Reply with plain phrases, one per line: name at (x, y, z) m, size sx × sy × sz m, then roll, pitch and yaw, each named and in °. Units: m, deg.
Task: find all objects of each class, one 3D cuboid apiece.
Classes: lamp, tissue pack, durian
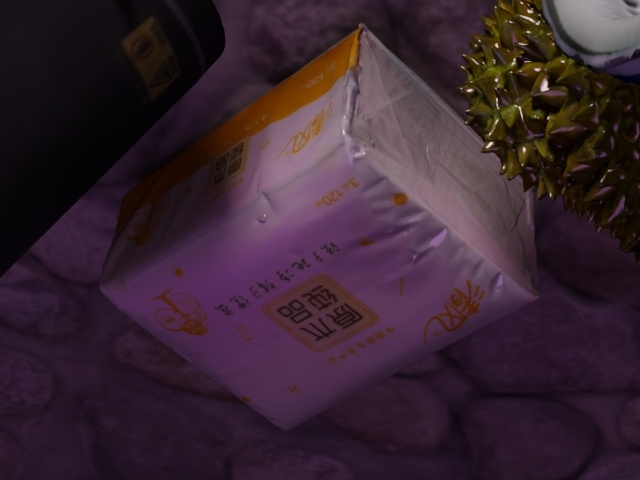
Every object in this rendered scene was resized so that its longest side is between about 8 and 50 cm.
lamp at (-0.180, -0.105, 0.854) m, size 0.272 × 0.374 × 0.205 m, roll -34°, pitch 133°, yaw 2°
tissue pack at (0.000, 0.000, 1.048) m, size 0.225 × 0.124 × 0.185 m, roll -31°, pitch 125°, yaw 32°
durian at (0.209, -0.072, 0.896) m, size 0.237 × 0.200 × 0.176 m, roll 43°, pitch 149°, yaw -19°

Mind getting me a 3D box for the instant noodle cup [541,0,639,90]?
instant noodle cup at (0.279, -0.121, 0.707) m, size 0.312 × 0.284 × 0.284 m, roll 17°, pitch 134°, yaw -18°
